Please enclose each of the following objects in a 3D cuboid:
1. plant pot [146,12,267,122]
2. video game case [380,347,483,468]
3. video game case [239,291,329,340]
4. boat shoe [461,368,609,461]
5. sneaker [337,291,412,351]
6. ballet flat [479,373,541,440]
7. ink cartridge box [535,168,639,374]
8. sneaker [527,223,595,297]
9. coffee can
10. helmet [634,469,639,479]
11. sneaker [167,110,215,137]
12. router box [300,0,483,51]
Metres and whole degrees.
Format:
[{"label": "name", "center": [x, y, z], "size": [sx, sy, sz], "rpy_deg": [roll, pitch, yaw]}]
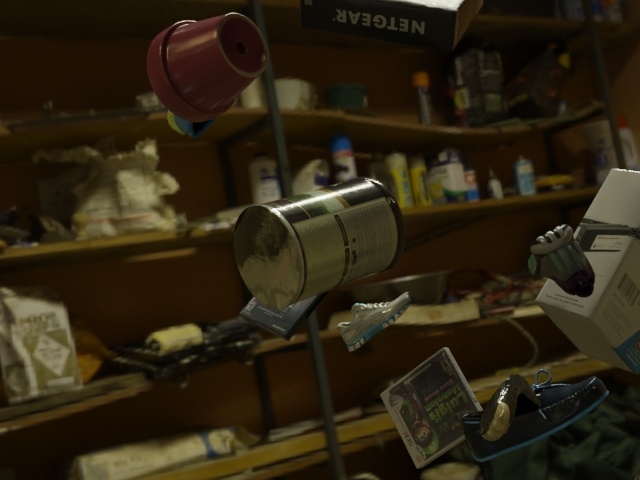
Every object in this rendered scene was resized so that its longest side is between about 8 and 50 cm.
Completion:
[{"label": "plant pot", "center": [-0.210, -0.354, 1.640], "size": [0.180, 0.201, 0.201], "rpy_deg": [-16, -8, 41]}, {"label": "video game case", "center": [0.226, 0.339, 1.679], "size": [0.190, 0.173, 0.022], "rpy_deg": [-42, -29, 28]}, {"label": "video game case", "center": [-0.064, 0.125, 2.172], "size": [0.196, 0.026, 0.274], "rpy_deg": [19, 61, 46]}, {"label": "boat shoe", "center": [0.321, 0.268, 1.302], "size": [0.258, 0.089, 0.109], "rpy_deg": [-36, -12, 30]}, {"label": "sneaker", "center": [0.113, 0.162, 1.815], "size": [0.191, 0.083, 0.071], "rpy_deg": [-39, -3, 17]}, {"label": "ballet flat", "center": [0.209, 0.181, 0.904], "size": [0.049, 0.057, 0.173], "rpy_deg": [34, 16, 17]}, {"label": "ink cartridge box", "center": [0.726, 0.070, 1.980], "size": [0.285, 0.395, 0.166], "rpy_deg": [42, -14, -36]}, {"label": "sneaker", "center": [0.358, 0.049, 1.219], "size": [0.083, 0.098, 0.224], "rpy_deg": [-32, -19, 13]}, {"label": "coffee can", "center": [0.000, 0.000, 1.617], "size": [0.275, 0.201, 0.201], "rpy_deg": [-18, 1, -39]}, {"label": "helmet", "center": [0.647, 0.491, 1.523], "size": [0.169, 0.169, 0.161], "rpy_deg": [-11, 9, 14]}, {"label": "sneaker", "center": [-0.259, -0.339, 1.892], "size": [0.091, 0.240, 0.126], "rpy_deg": [5, 29, -45]}, {"label": "router box", "center": [0.145, -0.474, 1.626], "size": [0.309, 0.081, 0.243], "rpy_deg": [13, 39, 17]}]
